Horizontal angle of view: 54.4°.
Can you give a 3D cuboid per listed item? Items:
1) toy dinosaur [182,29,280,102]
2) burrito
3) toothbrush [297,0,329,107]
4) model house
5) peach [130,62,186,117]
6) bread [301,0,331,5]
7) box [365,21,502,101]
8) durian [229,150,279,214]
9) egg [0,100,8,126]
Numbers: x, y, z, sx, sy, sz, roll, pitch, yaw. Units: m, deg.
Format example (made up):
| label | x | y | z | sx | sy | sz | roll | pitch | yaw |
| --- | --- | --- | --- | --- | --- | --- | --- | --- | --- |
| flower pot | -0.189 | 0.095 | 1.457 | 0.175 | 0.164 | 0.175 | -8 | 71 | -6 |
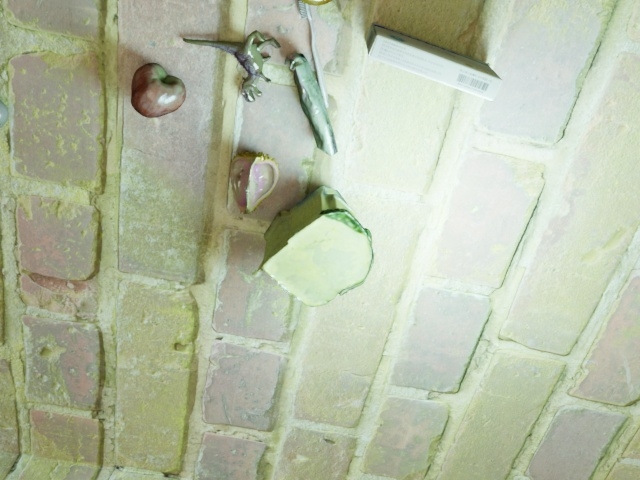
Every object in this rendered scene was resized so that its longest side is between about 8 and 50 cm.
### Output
| label | x | y | z | sx | sy | sz | roll | pitch | yaw |
| --- | --- | --- | --- | --- | --- | --- | --- | --- | --- |
| toy dinosaur | -0.224 | -0.508 | 1.702 | 0.200 | 0.072 | 0.251 | -32 | 125 | 30 |
| burrito | -0.020 | -0.381 | 1.757 | 0.066 | 0.096 | 0.309 | -26 | 115 | -5 |
| toothbrush | -0.016 | -0.511 | 1.716 | 0.030 | 0.025 | 0.307 | -5 | 120 | 15 |
| model house | 0.000 | 0.000 | 1.874 | 0.321 | 0.266 | 0.261 | -38 | 118 | 19 |
| peach | -0.461 | -0.412 | 1.739 | 0.152 | 0.152 | 0.152 | 1 | 120 | 2 |
| bread | 0.062 | -0.736 | 1.549 | 0.124 | 0.084 | 0.344 | 20 | 123 | -43 |
| box | 0.290 | -0.471 | 1.628 | 0.343 | 0.200 | 0.065 | 17 | 117 | -7 |
| durian | -0.206 | -0.185 | 1.854 | 0.165 | 0.132 | 0.182 | -13 | 123 | 18 |
| egg | -0.968 | -0.367 | 1.789 | 0.135 | 0.103 | 0.103 | 2 | 120 | 3 |
